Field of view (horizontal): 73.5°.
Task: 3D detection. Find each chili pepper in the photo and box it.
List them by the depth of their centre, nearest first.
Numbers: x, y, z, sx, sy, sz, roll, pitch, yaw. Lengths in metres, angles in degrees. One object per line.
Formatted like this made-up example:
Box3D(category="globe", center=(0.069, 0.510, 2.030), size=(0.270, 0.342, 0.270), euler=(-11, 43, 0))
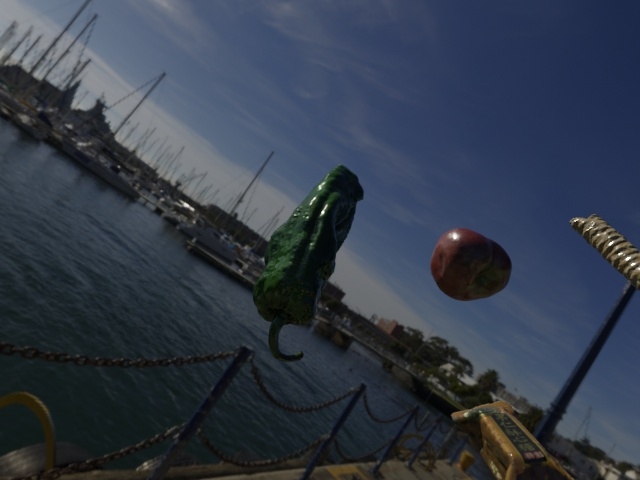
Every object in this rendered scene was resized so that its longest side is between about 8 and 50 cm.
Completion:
Box3D(category="chili pepper", center=(-0.005, 0.001, 0.462), size=(0.074, 0.256, 0.100), euler=(21, -42, 10))

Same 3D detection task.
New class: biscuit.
Box3D(category="biscuit", center=(0.578, 0.021, 0.837), size=(0.061, 0.055, 0.219), euler=(-1, 38, -10))

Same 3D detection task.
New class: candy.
Box3D(category="candy", center=(0.364, 0.405, 0.848), size=(0.144, 0.101, 0.271), euler=(-4, 13, -2))

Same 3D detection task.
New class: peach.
Box3D(category="peach", center=(0.296, 0.038, 0.866), size=(0.152, 0.152, 0.152), euler=(35, -6, 4))
